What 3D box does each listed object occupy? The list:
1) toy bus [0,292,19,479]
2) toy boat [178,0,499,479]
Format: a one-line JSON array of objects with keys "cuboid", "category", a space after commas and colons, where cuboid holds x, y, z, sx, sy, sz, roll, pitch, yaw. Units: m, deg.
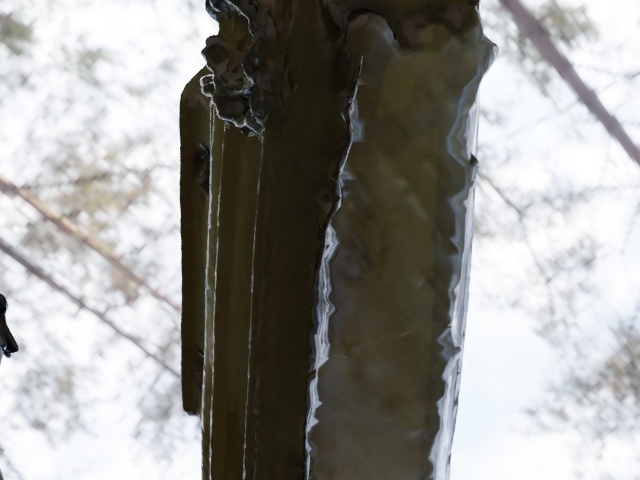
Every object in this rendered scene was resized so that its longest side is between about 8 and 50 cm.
[{"cuboid": [-0.183, -0.013, 0.491, 0.139, 0.302, 0.113, -25, -155, -26], "category": "toy bus"}, {"cuboid": [0.000, 0.000, 0.807, 0.135, 0.446, 0.162, -13, -142, -23], "category": "toy boat"}]
